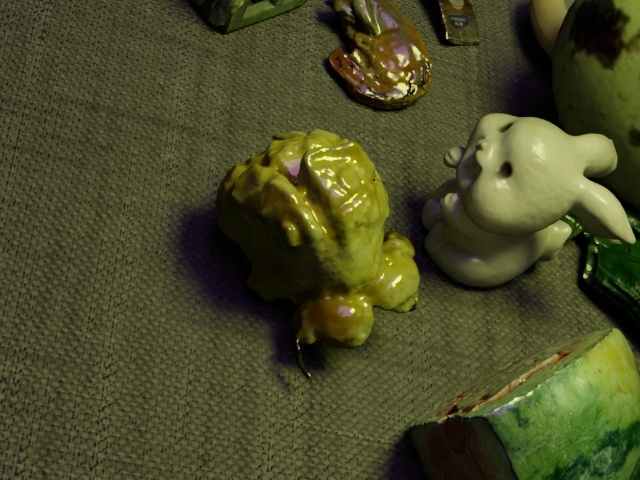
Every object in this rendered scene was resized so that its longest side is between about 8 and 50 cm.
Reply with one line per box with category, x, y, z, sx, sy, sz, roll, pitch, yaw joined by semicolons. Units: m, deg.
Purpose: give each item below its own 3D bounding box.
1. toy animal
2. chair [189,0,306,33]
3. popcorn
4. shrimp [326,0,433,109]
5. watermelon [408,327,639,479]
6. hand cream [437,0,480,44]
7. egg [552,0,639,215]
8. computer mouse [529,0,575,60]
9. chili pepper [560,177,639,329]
toy animal;0.202;-0.036;1.164;0.178;0.193;0.128;21;51;-21
chair;-0.126;-0.310;1.233;0.270;0.136;0.147;-27;70;-38
popcorn;-0.009;0.000;1.068;0.173;0.168;0.195;-48;122;-51
shrimp;0.034;-0.263;1.322;0.117;0.066;0.262;-24;68;-36
watermelon;0.183;0.205;1.031;0.212;0.201;0.262;-28;115;-38
hand cream;0.147;-0.311;1.427;0.062;0.039;0.163;-1;58;-44
egg;0.428;-0.149;1.274;0.379;0.287;0.288;35;50;-5
computer mouse;0.366;-0.256;1.458;0.236;0.082;0.145;9;53;-21
chili pepper;0.321;0.010;1.252;0.099;0.083;0.253;-32;70;-34
